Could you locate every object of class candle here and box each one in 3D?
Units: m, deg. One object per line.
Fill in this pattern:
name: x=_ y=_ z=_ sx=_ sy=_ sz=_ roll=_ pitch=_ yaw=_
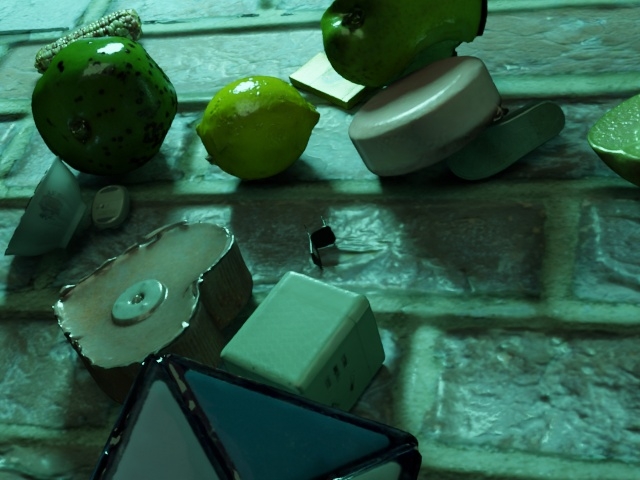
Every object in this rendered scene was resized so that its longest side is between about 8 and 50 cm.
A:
candle: x=-0.250 y=0.117 z=1.495 sx=0.287 sy=0.131 sz=0.317 roll=-8 pitch=34 yaw=20

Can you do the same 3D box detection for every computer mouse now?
computer mouse: x=-0.353 y=-0.052 z=1.756 sx=0.066 sy=0.039 sz=0.096 roll=-9 pitch=52 yaw=11

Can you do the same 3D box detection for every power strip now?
power strip: x=-0.036 y=0.173 z=1.351 sx=0.139 sy=0.140 sz=0.224 roll=19 pitch=54 yaw=31

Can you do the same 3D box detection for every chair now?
chair: x=0.002 y=0.000 z=1.586 sx=0.042 sy=0.037 sz=0.086 roll=-25 pitch=39 yaw=9

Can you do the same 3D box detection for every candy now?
candy: x=0.169 y=-0.199 z=1.630 sx=0.255 sy=0.094 sz=0.255 roll=-28 pitch=20 yaw=11

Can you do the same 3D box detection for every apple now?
apple: x=0.521 y=-0.156 z=1.516 sx=0.265 sy=0.120 sz=0.193 roll=-28 pitch=31 yaw=-14

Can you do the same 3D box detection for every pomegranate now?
pomegranate: x=-0.375 y=-0.243 z=1.821 sx=0.254 sy=0.254 sz=0.270 roll=-7 pitch=33 yaw=12

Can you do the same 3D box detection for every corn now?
corn: x=-0.475 y=-0.403 z=2.119 sx=0.237 sy=0.079 sz=0.079 roll=-22 pitch=44 yaw=-2

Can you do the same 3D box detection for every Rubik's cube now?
Rubik's cube: x=-0.095 y=0.334 z=1.036 sx=0.305 sy=0.307 sz=0.310 roll=18 pitch=49 yaw=4

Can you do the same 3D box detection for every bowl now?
bowl: x=-0.441 y=-0.040 z=1.716 sx=0.086 sy=0.189 sz=0.189 roll=27 pitch=48 yaw=-11

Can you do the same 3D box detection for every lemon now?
lemon: x=-0.101 y=-0.188 z=1.713 sx=0.206 sy=0.173 sz=0.173 roll=-15 pitch=42 yaw=-13

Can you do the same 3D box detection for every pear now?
pear: x=0.126 y=-0.353 z=1.720 sx=0.292 sy=0.292 sz=0.159 roll=-29 pitch=80 yaw=-11

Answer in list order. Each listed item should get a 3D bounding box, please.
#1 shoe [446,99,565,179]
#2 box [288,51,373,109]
shoe: x=0.291 y=-0.158 z=1.638 sx=0.195 sy=0.079 sz=0.078 roll=-28 pitch=1 yaw=6
box: x=0.025 y=-0.291 z=1.882 sx=0.087 sy=0.023 sz=0.155 roll=-39 pitch=47 yaw=-24
